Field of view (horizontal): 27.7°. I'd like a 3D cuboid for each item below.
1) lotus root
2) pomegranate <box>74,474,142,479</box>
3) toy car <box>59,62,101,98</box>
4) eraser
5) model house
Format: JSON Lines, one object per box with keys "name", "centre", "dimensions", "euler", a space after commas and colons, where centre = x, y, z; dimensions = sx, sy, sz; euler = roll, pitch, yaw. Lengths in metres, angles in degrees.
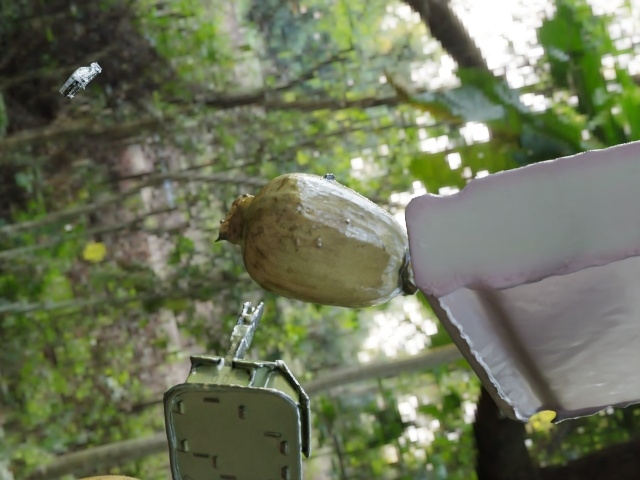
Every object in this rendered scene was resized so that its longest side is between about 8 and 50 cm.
{"name": "lotus root", "centre": [0.000, 0.000, 1.550], "dimensions": [0.140, 0.257, 0.154], "euler": [97, 9, -78]}
{"name": "pomegranate", "centre": [-0.269, 0.426, 1.634], "dimensions": [0.281, 0.281, 0.281], "euler": [168, -90, -83]}
{"name": "toy car", "centre": [-0.340, -0.229, 1.838], "dimensions": [0.025, 0.041, 0.093], "euler": [46, 23, -8]}
{"name": "eraser", "centre": [0.262, 0.052, 1.250], "dimensions": [0.359, 0.272, 0.122], "euler": [50, 30, -57]}
{"name": "model house", "centre": [-0.107, 0.237, 2.002], "dimensions": [0.278, 0.205, 0.218], "euler": [-73, 165, -58]}
